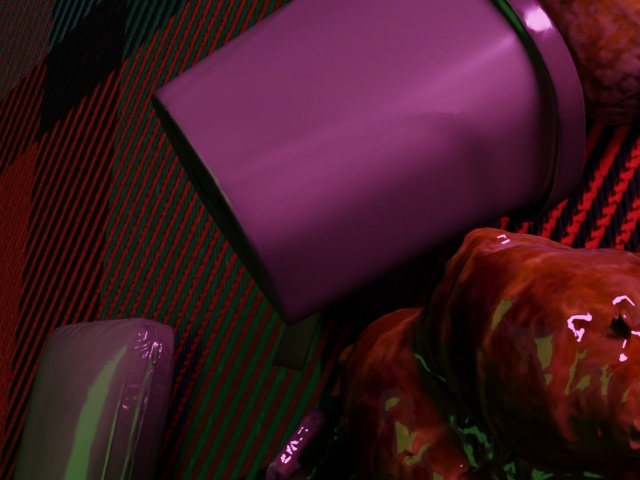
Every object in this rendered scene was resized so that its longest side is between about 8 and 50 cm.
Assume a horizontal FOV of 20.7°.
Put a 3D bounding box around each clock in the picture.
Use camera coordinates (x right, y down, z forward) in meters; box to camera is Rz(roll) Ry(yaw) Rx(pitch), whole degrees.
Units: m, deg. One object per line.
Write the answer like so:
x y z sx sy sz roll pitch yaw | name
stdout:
0.000 0.000 1.537 0.235 0.029 0.235 -165 90 -89 | clock

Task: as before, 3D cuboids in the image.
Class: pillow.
-0.257 0.243 1.877 0.255 0.120 0.322 -9 69 59 | pillow

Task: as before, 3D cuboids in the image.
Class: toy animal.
0.062 -0.015 1.482 0.210 0.121 0.117 -54 14 43 | toy animal
-0.003 0.205 1.402 0.148 0.084 0.233 -60 -9 32 | toy animal

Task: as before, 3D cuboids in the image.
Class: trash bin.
0.032 -0.084 1.272 0.250 0.219 0.220 -31 55 -7 | trash bin

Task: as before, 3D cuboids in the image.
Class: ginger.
0.137 0.128 1.206 0.357 0.152 0.274 -39 44 49 | ginger

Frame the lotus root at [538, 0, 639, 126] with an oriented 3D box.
0.201 -0.256 1.305 0.210 0.142 0.314 -52 37 33 | lotus root
